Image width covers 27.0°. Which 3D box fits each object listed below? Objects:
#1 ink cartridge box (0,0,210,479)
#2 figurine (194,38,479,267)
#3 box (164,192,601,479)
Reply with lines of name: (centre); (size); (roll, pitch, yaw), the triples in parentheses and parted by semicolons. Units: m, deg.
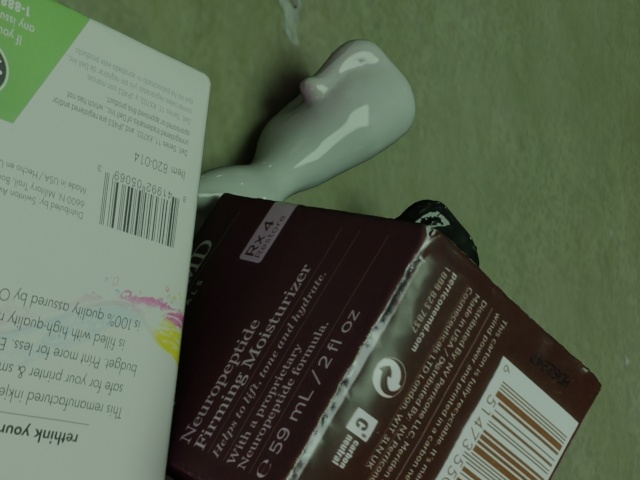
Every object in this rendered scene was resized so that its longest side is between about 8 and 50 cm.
ink cartridge box: (-0.178, 0.062, 0.652); (0.207, 0.119, 0.353); (21, 71, -51)
figurine: (0.000, 0.000, 0.918); (0.209, 0.092, 0.214); (-45, 121, -39)
box: (0.010, 0.092, 0.761); (0.167, 0.203, 0.168); (40, 73, -33)
